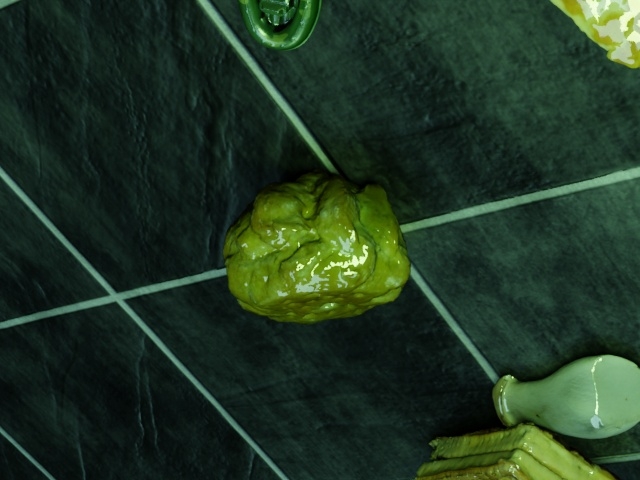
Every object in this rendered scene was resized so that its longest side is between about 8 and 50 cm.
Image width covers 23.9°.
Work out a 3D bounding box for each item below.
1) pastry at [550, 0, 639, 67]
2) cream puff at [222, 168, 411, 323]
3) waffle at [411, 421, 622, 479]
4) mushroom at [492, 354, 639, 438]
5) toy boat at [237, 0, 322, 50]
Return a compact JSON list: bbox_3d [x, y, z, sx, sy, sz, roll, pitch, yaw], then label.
[{"bbox_3d":[0.305,-0.279,1.354,0.256,0.237,0.170,6,134,-33],"label":"pastry"},{"bbox_3d":[-0.001,0.015,1.884,0.244,0.244,0.196,-5,102,31],"label":"cream puff"},{"bbox_3d":[0.285,0.353,2.143,0.213,0.091,0.308,34,157,-13],"label":"waffle"},{"bbox_3d":[0.337,0.215,2.035,0.225,0.093,0.116,-19,99,51],"label":"mushroom"},{"bbox_3d":[-0.047,-0.296,1.673,0.104,0.052,0.210,13,139,9],"label":"toy boat"}]
